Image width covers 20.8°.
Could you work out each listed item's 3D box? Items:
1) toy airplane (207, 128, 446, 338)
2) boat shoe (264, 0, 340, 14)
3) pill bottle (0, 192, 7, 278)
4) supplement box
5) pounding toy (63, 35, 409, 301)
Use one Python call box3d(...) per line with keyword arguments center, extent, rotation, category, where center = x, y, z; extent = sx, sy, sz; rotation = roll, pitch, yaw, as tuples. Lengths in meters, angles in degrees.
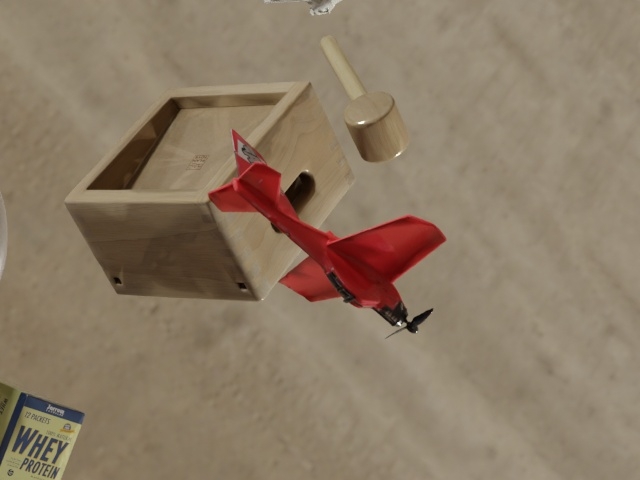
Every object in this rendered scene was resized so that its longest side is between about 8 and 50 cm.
box3d(center=(0.000, 0.000, 0.938), extent=(0.151, 0.028, 0.151), rotation=(26, -32, 18), category="toy airplane")
box3d(center=(0.000, -0.201, 1.422), extent=(0.100, 0.035, 0.035), rotation=(6, -79, 13), category="boat shoe")
box3d(center=(-0.363, 0.002, 1.253), extent=(0.136, 0.246, 0.136), rotation=(13, -73, 46), category="pill bottle")
box3d(center=(-0.231, 0.149, 1.283), extent=(0.056, 0.083, 0.083), rotation=(25, -7, -42), category="supplement box")
box3d(center=(-0.024, -0.045, 1.127), extent=(0.206, 0.181, 0.094), rotation=(1, -50, 38), category="pounding toy")
